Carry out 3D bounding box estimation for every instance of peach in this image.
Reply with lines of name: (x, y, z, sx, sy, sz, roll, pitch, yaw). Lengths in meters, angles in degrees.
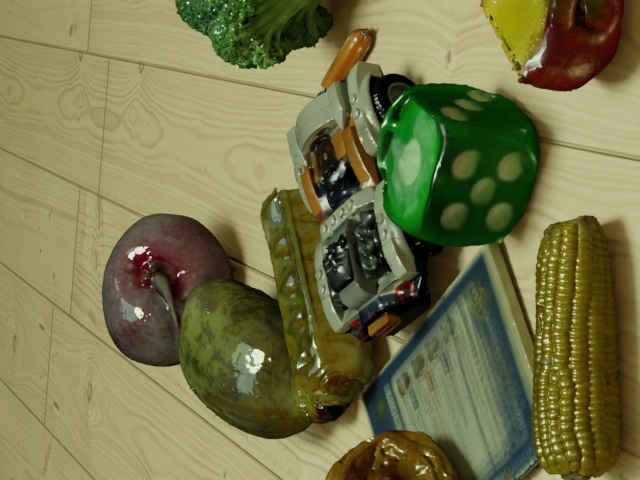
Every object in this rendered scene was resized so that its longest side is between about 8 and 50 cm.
peach: (0.211, -0.199, 1.341, 0.172, 0.092, 0.127, -140, 60, -73)

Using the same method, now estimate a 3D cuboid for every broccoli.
broccoli: (-0.047, -0.323, 1.763, 0.270, 0.270, 0.270, 2, 90, 33)

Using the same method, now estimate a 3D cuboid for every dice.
dice: (0.132, -0.074, 1.462, 0.128, 0.120, 0.131, 48, 133, 54)

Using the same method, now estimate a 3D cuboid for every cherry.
cherry: (-0.213, 0.072, 2.095, 0.266, 0.183, 0.213, 116, 167, -71)

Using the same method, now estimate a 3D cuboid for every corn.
corn: (0.220, 0.094, 1.313, 0.080, 0.080, 0.231, 166, 104, -64)

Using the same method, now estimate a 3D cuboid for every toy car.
toy car: (0.050, -0.040, 1.639, 0.193, 0.118, 0.301, -42, 48, 48)

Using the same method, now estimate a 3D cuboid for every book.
book: (0.137, 0.180, 1.550, 0.322, 0.018, 0.228, -55, 42, 49)

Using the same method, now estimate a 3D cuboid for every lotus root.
lotus root: (-0.077, 0.147, 1.856, 0.309, 0.173, 0.173, 29, 114, 55)

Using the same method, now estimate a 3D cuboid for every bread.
bread: (-0.003, 0.063, 1.737, 0.087, 0.098, 0.270, 90, 169, -66)

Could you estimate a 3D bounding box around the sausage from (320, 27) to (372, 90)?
sausage: (0.034, -0.216, 1.778, 0.107, 0.031, 0.031, 122, 141, -48)

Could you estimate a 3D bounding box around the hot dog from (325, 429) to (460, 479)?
hot dog: (0.080, 0.305, 1.507, 0.099, 0.160, 0.227, 30, -140, -73)
